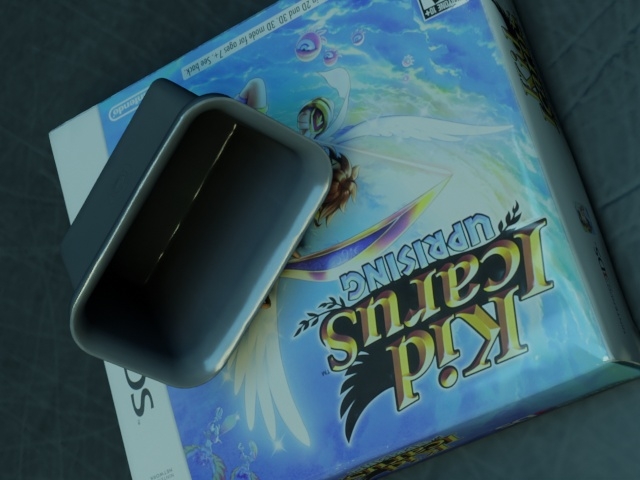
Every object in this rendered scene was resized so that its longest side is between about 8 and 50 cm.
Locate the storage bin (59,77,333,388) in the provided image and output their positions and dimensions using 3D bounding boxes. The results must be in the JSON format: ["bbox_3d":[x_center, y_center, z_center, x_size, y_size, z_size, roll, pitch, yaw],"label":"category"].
[{"bbox_3d":[-0.065,-0.011,0.696,0.135,0.098,0.091,-59,31,9],"label":"storage bin"}]

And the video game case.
[{"bbox_3d":[0.000,0.000,0.738,0.269,0.061,0.244,-26,70,24],"label":"video game case"}]
